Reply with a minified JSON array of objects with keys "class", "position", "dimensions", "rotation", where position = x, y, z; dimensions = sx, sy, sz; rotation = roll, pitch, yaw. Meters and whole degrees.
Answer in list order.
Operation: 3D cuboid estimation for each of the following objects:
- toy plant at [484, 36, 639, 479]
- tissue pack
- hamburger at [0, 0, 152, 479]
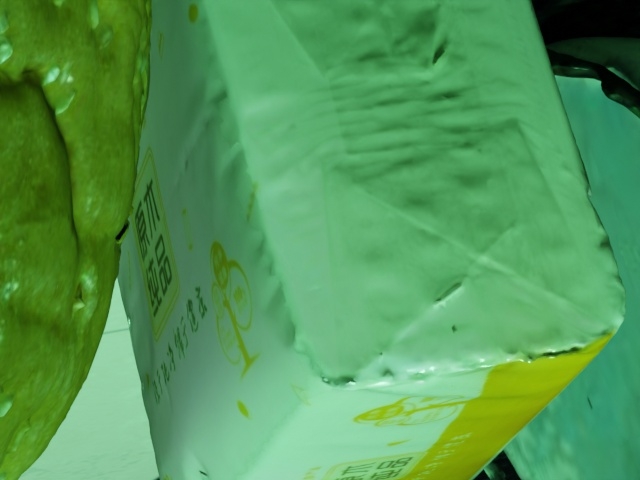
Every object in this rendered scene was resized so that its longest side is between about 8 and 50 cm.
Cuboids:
[{"class":"toy plant","position":[0.238,0.001,0.824],"dimensions":[0.332,0.247,0.247],"rotation":[-12,161,-24]},{"class":"tissue pack","position":[0.000,0.000,0.678],"dimensions":[0.124,0.185,0.225],"rotation":[-7,159,-17]},{"class":"hamburger","position":[-0.135,-0.016,0.451],"dimensions":[0.134,0.266,0.285],"rotation":[7,-165,28]}]
